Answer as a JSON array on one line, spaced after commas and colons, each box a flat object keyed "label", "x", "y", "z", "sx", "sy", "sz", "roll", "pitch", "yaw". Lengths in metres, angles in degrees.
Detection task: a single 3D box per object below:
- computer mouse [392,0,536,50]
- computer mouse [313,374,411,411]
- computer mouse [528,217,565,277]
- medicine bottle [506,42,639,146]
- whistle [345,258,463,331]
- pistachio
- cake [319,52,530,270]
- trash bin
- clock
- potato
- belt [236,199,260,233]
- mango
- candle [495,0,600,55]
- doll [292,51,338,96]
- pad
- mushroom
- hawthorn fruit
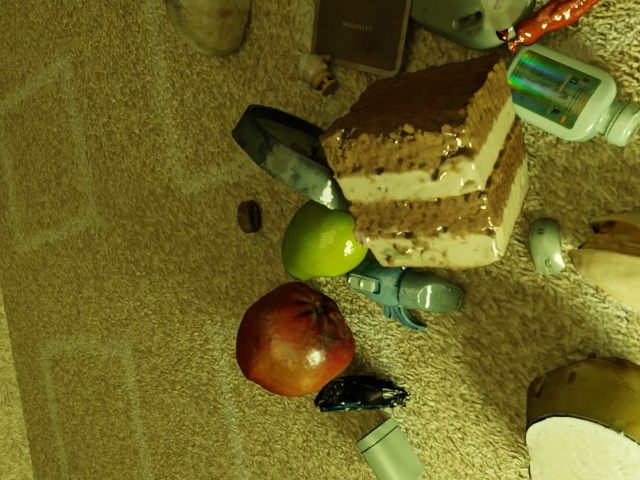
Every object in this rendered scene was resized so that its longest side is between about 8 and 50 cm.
[{"label": "computer mouse", "x": 0.255, "y": -0.477, "z": 0.998, "sx": 0.331, "sy": 0.095, "sz": 0.197, "roll": 44, "pitch": 132, "yaw": 36}, {"label": "computer mouse", "x": 0.086, "y": 0.334, "z": 1.190, "sx": 0.242, "sy": 0.146, "sz": 0.077, "roll": -15, "pitch": 70, "yaw": 33}, {"label": "computer mouse", "x": 0.406, "y": 0.014, "z": 0.979, "sx": 0.056, "sy": 0.032, "sz": 0.110, "roll": -11, "pitch": 88, "yaw": 37}, {"label": "medicine bottle", "x": 0.418, "y": -0.236, "z": 0.912, "sx": 0.229, "sy": 0.083, "sz": 0.121, "roll": 36, "pitch": 112, "yaw": 26}, {"label": "whistle", "x": 0.167, "y": 0.093, "z": 1.134, "sx": 0.269, "sy": 0.093, "sz": 0.180, "roll": 13, "pitch": 109, "yaw": 28}, {"label": "pistachio", "x": 0.513, "y": 0.037, "z": 0.845, "sx": 0.229, "sy": 0.157, "sz": 0.157, "roll": 28, "pitch": 111, "yaw": 36}, {"label": "cake", "x": 0.196, "y": -0.130, "z": 0.935, "sx": 0.256, "sy": 0.282, "sz": 0.290, "roll": 0, "pitch": 130, "yaw": 36}, {"label": "trash bin", "x": 0.150, "y": 0.461, "z": 1.162, "sx": 0.059, "sy": 0.116, "sz": 0.130, "roll": -46, "pitch": 70, "yaw": 32}, {"label": "clock", "x": -0.018, "y": -0.167, "z": 1.088, "sx": 0.325, "sy": 0.325, "sz": 0.067, "roll": 42, "pitch": 113, "yaw": 25}, {"label": "potato", "x": 0.471, "y": 0.322, "z": 0.886, "sx": 0.246, "sy": 0.196, "sz": 0.299, "roll": 4, "pitch": 126, "yaw": 38}, {"label": "belt", "x": -0.181, "y": -0.060, "z": 1.378, "sx": 0.036, "sy": 0.059, "sz": 0.083, "roll": -7, "pitch": 90, "yaw": 37}, {"label": "mango", "x": 0.003, "y": -0.009, "z": 1.184, "sx": 0.273, "sy": 0.149, "sz": 0.185, "roll": -14, "pitch": 63, "yaw": 60}, {"label": "candle", "x": 0.443, "y": -0.403, "z": 0.859, "sx": 0.329, "sy": 0.051, "sz": 0.048, "roll": -29, "pitch": 53, "yaw": 20}, {"label": "doll", "x": -0.010, "y": -0.389, "z": 1.214, "sx": 0.084, "sy": 0.073, "sz": 0.127, "roll": -44, "pitch": 75, "yaw": 16}, {"label": "pad", "x": 0.076, "y": -0.452, "z": 1.145, "sx": 0.266, "sy": 0.002, "sz": 0.176, "roll": 28, "pitch": 122, "yaw": 39}, {"label": "mushroom", "x": -0.300, "y": -0.590, "z": 1.328, "sx": 0.195, "sy": 0.189, "sz": 0.253, "roll": 6, "pitch": 95, "yaw": 33}, {"label": "hawthorn fruit", "x": -0.073, "y": 0.246, "z": 1.225, "sx": 0.254, "sy": 0.254, "sz": 0.300, "roll": 48, "pitch": 123, "yaw": 22}]
